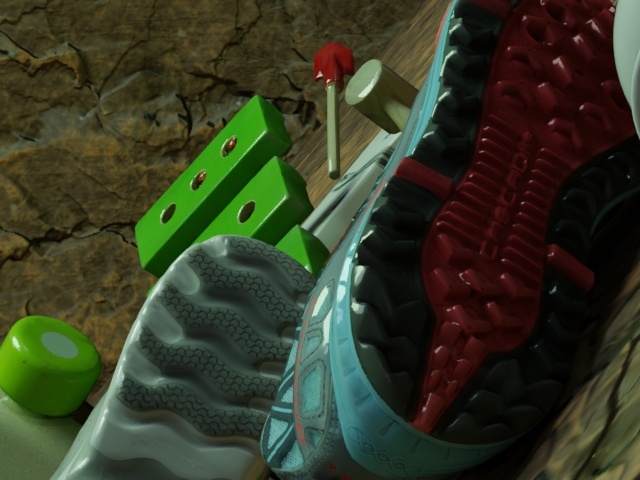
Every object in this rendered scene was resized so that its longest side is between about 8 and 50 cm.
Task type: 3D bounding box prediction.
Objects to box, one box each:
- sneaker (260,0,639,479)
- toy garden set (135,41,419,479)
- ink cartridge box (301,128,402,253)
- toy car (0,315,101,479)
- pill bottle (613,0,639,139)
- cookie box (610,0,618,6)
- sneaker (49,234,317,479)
[{"bbox_3d":[0.047,-0.006,0.701,0.125,0.104,0.262,-47,5,45],"label":"sneaker"},{"bbox_3d":[0.000,0.000,0.962,0.204,0.049,0.244,-46,30,18],"label":"toy garden set"},{"bbox_3d":[0.045,-0.025,1.095,0.180,0.060,0.104,-51,6,-19],"label":"ink cartridge box"},{"bbox_3d":[-0.113,0.118,1.049,0.155,0.149,0.188,-58,-10,24],"label":"toy car"},{"bbox_3d":[0.128,-0.066,0.529,0.087,0.087,0.160,-46,5,29],"label":"pill bottle"},{"bbox_3d":[0.150,-0.129,1.074,0.092,0.040,0.107,-49,5,-8],"label":"cookie box"},{"bbox_3d":[-0.080,0.138,0.808,0.281,0.105,0.115,-56,-10,-18],"label":"sneaker"}]
